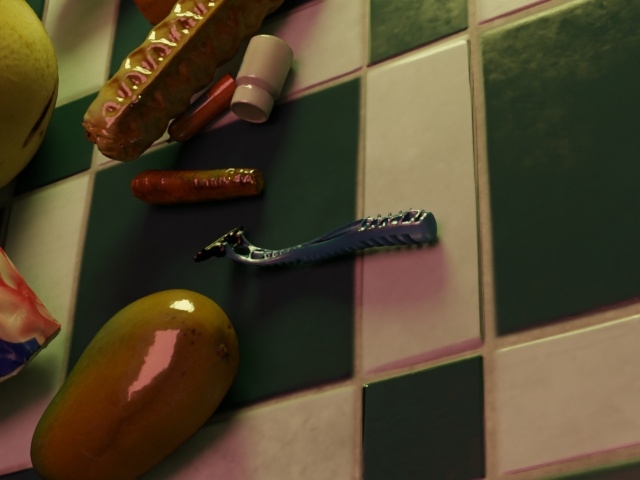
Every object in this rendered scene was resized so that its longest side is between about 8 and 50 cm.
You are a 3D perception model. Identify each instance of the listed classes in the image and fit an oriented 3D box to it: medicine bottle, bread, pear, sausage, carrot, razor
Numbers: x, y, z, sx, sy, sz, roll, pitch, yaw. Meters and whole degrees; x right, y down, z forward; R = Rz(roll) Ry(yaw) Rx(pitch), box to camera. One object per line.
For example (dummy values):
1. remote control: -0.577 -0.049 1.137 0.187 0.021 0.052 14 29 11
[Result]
1. medicine bottle: -0.065 -0.177 1.617 0.052 0.052 0.089 -1 61 36
2. bread: -0.128 -0.236 1.658 0.084 0.077 0.367 35 77 24
3. pear: -0.468 -0.182 1.739 0.309 0.309 0.309 -19 51 26
4. sausage: -0.133 -0.145 1.662 0.107 0.031 0.031 -38 45 10
5. carrot: -0.132 -0.060 1.599 0.170 0.042 0.042 -2 60 33
6. razor: 0.000 0.000 1.459 0.253 0.042 0.082 -8 16 31

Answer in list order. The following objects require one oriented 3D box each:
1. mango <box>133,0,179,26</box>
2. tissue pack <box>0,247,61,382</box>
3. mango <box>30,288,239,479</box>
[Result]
1. mango: -0.119 -0.413 1.761 0.187 0.144 0.359 1 68 55
2. tissue pack: -0.443 0.053 1.588 0.209 0.270 0.137 -33 10 18
3. mango: -0.187 0.151 1.440 0.251 0.114 0.156 -42 52 5
